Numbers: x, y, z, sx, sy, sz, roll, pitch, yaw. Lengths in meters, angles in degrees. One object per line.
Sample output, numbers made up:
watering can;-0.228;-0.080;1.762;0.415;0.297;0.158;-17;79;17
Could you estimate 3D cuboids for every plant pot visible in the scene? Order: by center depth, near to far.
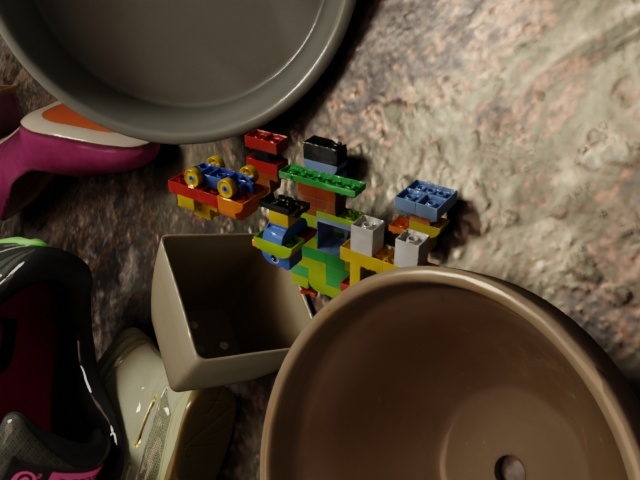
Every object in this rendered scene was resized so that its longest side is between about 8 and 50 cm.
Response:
plant pot;0.083;0.136;0.386;0.237;0.109;0.238;-7;79;44
plant pot;-0.081;0.066;0.566;0.096;0.108;0.109;-52;51;42

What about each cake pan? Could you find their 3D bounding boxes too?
cake pan;-0.115;-0.222;0.542;0.293;0.293;0.054;-57;15;22

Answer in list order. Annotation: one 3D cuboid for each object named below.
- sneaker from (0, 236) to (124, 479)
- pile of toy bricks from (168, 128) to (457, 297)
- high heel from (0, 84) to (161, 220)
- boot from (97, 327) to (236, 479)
sneaker;-0.273;0.221;0.565;0.202;0.185;0.483;-17;70;38
pile of toy bricks;0.000;0.000;0.508;0.212;0.118;0.105;19;127;28
high heel;-0.303;-0.080;0.827;0.377;0.127;0.182;18;126;40
boot;-0.171;0.204;0.647;0.165;0.077;0.213;22;94;43
